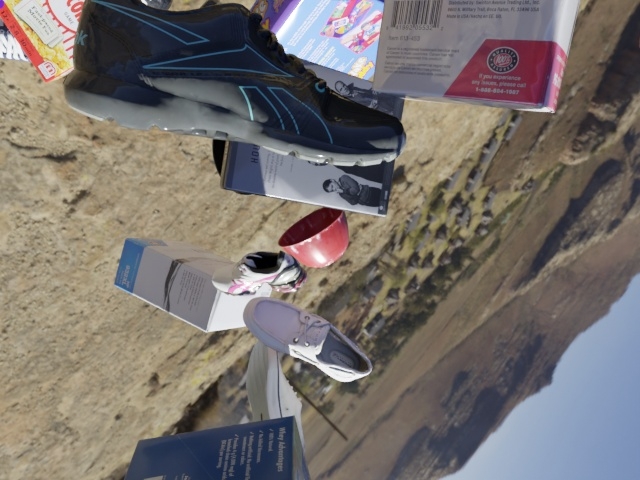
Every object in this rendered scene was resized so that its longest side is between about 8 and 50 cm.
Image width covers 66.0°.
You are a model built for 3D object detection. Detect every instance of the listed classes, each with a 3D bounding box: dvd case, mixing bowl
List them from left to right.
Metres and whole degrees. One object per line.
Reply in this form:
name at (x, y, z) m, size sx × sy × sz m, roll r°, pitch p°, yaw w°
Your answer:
dvd case at (-0.002, -0.136, 0.647) m, size 0.238 × 0.029 × 0.179 m, roll 8°, pitch 92°, yaw -27°
mixing bowl at (0.000, 0.000, 1.185) m, size 0.181 × 0.181 × 0.098 m, roll -41°, pitch 111°, yaw -26°

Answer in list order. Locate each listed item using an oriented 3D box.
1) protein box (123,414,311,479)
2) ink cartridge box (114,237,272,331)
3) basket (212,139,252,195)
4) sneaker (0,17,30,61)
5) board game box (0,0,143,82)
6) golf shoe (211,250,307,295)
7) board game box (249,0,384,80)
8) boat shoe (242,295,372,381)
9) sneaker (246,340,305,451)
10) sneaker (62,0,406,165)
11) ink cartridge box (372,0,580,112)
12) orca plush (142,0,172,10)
protein box at (-0.115, 0.331, 0.552) m, size 0.200 × 0.201 × 0.136 m, roll -96°, pitch 176°, yaw -65°
ink cartridge box at (-0.306, 0.102, 1.212) m, size 0.223 × 0.307 × 0.129 m, roll 9°, pitch 100°, yaw -64°
basket at (-0.147, -0.213, 1.227) m, size 0.227 × 0.154 × 0.204 m, roll -19°, pitch 100°, yaw -75°
sneaker at (-0.585, -0.362, 0.884) m, size 0.153 × 0.282 × 0.099 m, roll -53°, pitch 161°, yaw -46°
board game box at (-0.373, -0.350, 0.740) m, size 0.193 × 0.147 × 0.045 m, roll -24°, pitch -157°, yaw 12°
golf shoe at (-0.119, 0.048, 0.860) m, size 0.086 × 0.186 × 0.067 m, roll 57°, pitch 35°, yaw -41°
board game box at (-0.031, -0.300, 0.827) m, size 0.233 × 0.078 × 0.347 m, roll -2°, pitch 155°, yaw -43°
boat shoe at (-0.016, 0.185, 0.956) m, size 0.096 × 0.277 × 0.098 m, roll -30°, pitch -147°, yaw 60°
sneaker at (-0.090, 0.323, 1.012) m, size 0.091 × 0.258 × 0.094 m, roll 20°, pitch 133°, yaw -35°
sneaker at (-0.049, -0.122, 0.379) m, size 0.267 × 0.101 × 0.106 m, roll 8°, pitch 101°, yaw -19°
ink cartridge box at (0.160, -0.256, 0.480) m, size 0.100 × 0.172 × 0.237 m, roll -15°, pitch 116°, yaw -57°
orca plush at (-0.307, -0.522, 0.815) m, size 0.102 × 0.287 × 0.151 m, roll -29°, pitch 166°, yaw 10°
